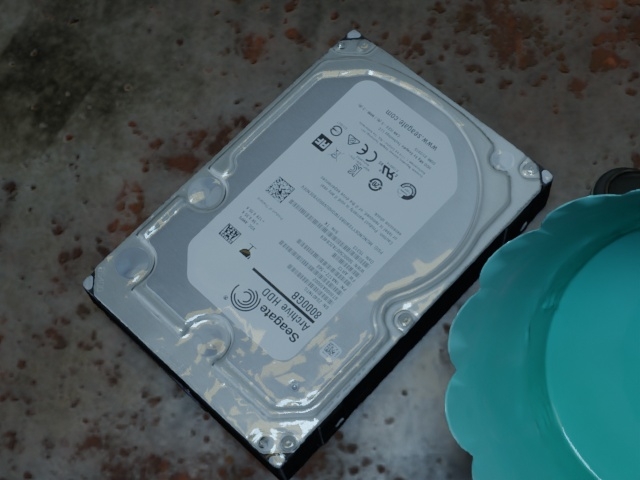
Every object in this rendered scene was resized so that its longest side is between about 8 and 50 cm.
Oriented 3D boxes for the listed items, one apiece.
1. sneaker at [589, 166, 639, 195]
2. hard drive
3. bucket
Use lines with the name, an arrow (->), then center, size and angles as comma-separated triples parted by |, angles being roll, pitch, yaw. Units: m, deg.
sneaker -> 0.323, -0.008, 0.867 | 0.222, 0.118, 0.083 | 35, 73, 18
hard drive -> 0.000, 0.000, 0.920 | 0.237, 0.064, 0.339 | 40, 75, 20
bucket -> 0.242, 0.101, 0.738 | 0.281, 0.183, 0.281 | 0, 89, 28
